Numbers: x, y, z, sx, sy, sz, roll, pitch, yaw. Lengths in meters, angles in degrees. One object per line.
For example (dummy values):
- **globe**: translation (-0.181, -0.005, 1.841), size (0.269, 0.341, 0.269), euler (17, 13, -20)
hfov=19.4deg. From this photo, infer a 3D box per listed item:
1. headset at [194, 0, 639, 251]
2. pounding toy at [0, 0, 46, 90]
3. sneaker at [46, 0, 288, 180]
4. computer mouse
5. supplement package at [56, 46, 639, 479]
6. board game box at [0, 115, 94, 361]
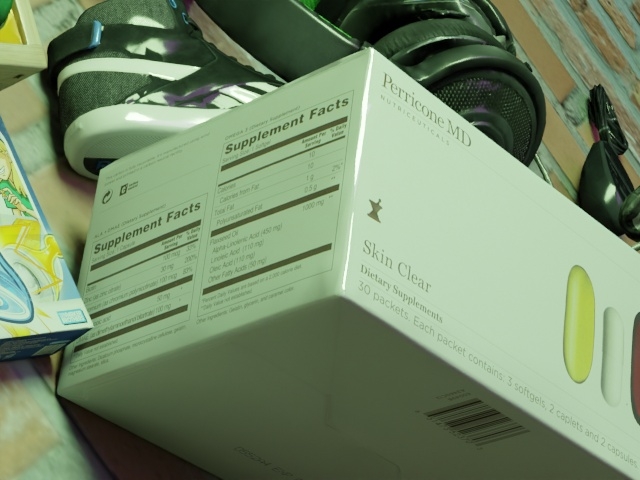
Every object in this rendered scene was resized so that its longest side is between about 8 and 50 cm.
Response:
- **headset**: translation (0.096, -0.123, 1.296), size (0.394, 0.185, 0.243), euler (32, 17, -15)
- **pounding toy**: translation (-0.246, -0.160, 0.906), size (0.206, 0.094, 0.181), euler (-4, 75, -59)
- **sneaker**: translation (-0.058, -0.098, 1.130), size (0.217, 0.079, 0.121), euler (4, 57, -32)
- **computer mouse**: translation (0.253, -0.074, 1.701), size (0.071, 0.041, 0.242), euler (56, 20, -21)
- **supplement package**: translation (0.030, 0.048, 1.015), size (0.262, 0.204, 0.145), euler (33, 51, -37)
- **board game box**: translation (-0.208, -0.003, 0.899), size (0.201, 0.035, 0.136), euler (-5, 65, -59)
